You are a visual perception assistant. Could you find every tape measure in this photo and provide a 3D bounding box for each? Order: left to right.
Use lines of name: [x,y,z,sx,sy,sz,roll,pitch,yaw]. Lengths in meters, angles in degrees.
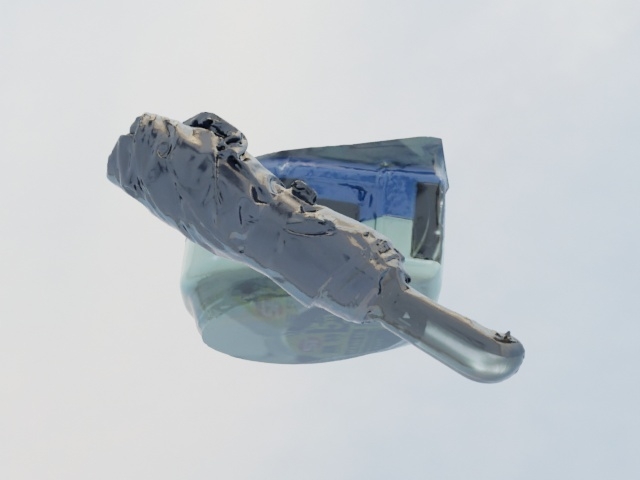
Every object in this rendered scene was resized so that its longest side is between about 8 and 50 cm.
tape measure: [-0.003,0.023,1.171,0.262,0.259,0.138,-2,-116,-1]

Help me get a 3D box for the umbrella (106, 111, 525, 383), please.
umbrella: [-0.003,0.002,0.648,0.248,0.071,0.071,30,-89,16]
